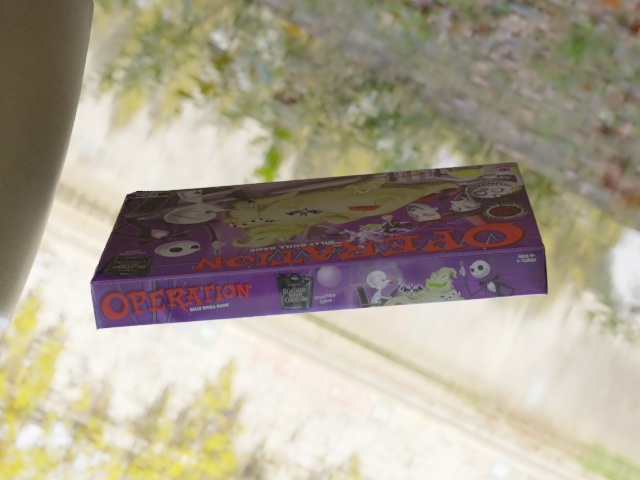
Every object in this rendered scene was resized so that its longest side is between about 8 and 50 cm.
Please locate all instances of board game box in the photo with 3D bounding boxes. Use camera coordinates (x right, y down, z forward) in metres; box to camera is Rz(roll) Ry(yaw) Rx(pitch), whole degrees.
[{"bbox_3d":[0.000,0.000,1.229,0.346,0.056,0.208,-5,-155,2],"label":"board game box"}]

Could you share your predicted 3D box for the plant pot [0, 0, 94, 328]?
[{"bbox_3d":[-0.316,-0.067,1.232,0.256,0.274,0.256,-1,168,0],"label":"plant pot"}]
